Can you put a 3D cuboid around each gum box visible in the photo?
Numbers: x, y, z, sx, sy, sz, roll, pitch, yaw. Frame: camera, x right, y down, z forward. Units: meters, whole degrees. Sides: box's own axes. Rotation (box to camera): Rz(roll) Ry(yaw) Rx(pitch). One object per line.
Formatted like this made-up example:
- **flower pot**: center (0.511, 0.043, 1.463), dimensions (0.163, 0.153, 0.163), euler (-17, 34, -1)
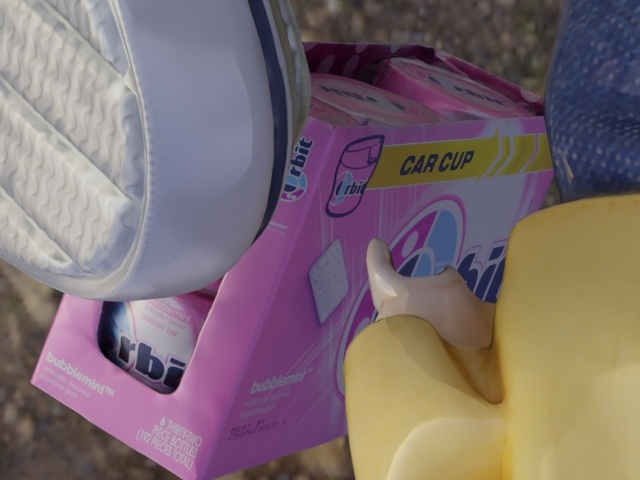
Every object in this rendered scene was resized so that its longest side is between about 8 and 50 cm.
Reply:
- **gum box**: center (0.000, 0.000, 0.601), dimensions (0.062, 0.188, 0.107), euler (28, 107, 23)

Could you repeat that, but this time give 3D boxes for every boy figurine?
- **boy figurine**: center (0.090, 0.046, 0.388), dimensions (0.177, 0.285, 0.092), euler (3, 155, 13)

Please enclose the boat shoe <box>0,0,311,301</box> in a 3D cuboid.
- **boat shoe**: center (-0.068, -0.109, 0.444), dimensions (0.094, 0.302, 0.109), euler (-8, 138, -31)
